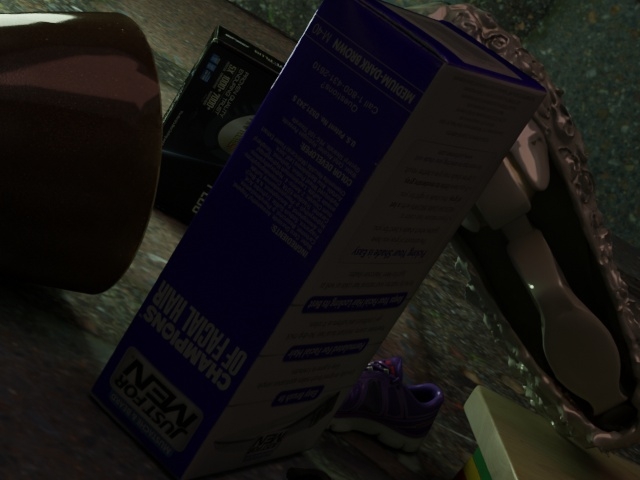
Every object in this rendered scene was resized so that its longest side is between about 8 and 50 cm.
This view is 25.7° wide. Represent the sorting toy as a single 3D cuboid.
[{"bbox_3d":[0.229,0.261,1.116,0.257,0.089,0.255,29,16,-16],"label":"sorting toy"}]

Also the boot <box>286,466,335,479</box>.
[{"bbox_3d":[0.059,0.196,0.882,0.161,0.083,0.246,28,-18,-13],"label":"boot"}]

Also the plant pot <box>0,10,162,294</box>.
[{"bbox_3d":[-0.264,-0.074,1.010,0.230,0.215,0.215,5,29,-32],"label":"plant pot"}]

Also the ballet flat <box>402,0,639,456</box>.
[{"bbox_3d":[0.165,-0.005,1.100,0.409,0.147,0.147,59,11,-14],"label":"ballet flat"}]

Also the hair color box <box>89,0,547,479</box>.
[{"bbox_3d":[0.000,0.000,0.992,0.110,0.339,0.185,38,17,24],"label":"hair color box"}]

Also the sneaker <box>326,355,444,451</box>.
[{"bbox_3d":[0.033,0.121,1.188,0.170,0.071,0.068,21,20,-35],"label":"sneaker"}]

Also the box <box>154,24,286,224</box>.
[{"bbox_3d":[-0.087,-0.099,1.413,0.147,0.180,0.077,30,15,-12],"label":"box"}]
